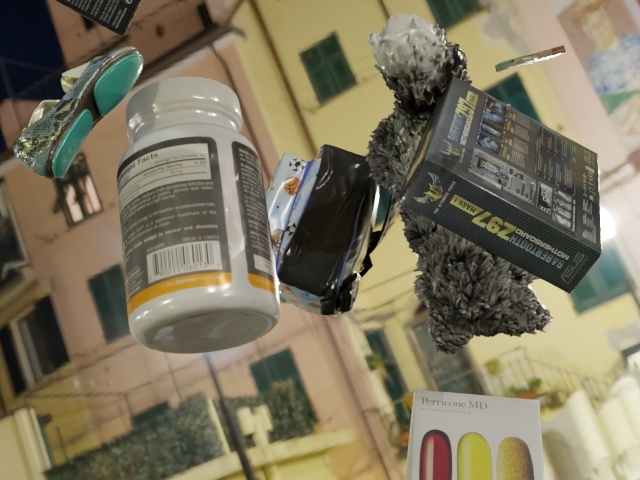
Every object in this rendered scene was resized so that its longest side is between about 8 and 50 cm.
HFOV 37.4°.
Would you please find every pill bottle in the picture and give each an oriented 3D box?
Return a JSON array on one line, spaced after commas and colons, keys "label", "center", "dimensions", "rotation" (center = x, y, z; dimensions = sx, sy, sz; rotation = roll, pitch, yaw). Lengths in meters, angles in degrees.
[{"label": "pill bottle", "center": [-0.138, -0.028, 1.040], "dimensions": [0.162, 0.278, 0.162], "rotation": [-8, -24, -3]}]

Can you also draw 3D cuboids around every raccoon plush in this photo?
[{"label": "raccoon plush", "center": [0.148, -0.037, 1.202], "dimensions": [0.216, 0.299, 0.446], "rotation": [-19, -27, 25]}]

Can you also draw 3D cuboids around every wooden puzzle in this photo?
[{"label": "wooden puzzle", "center": [0.166, -0.145, 0.753], "dimensions": [0.049, 0.006, 0.083], "rotation": [-14, 5, 5]}]

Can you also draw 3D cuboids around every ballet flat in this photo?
[{"label": "ballet flat", "center": [-0.260, -0.147, 1.004], "dimensions": [0.070, 0.070, 0.188], "rotation": [-44, 14, 55]}]

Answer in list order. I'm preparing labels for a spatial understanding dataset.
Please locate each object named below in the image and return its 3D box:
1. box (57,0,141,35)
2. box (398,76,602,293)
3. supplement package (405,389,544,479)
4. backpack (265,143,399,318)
[{"label": "box", "center": [-0.253, -0.329, 1.032], "dimensions": [0.158, 0.156, 0.093], "rotation": [26, -53, -17]}, {"label": "box", "center": [0.186, -0.064, 0.946], "dimensions": [0.059, 0.183, 0.232], "rotation": [-60, 2, 31]}, {"label": "supplement package", "center": [0.151, 0.291, 0.958], "dimensions": [0.139, 0.244, 0.133], "rotation": [4, -43, 4]}, {"label": "backpack", "center": [0.000, 0.000, 1.500], "dimensions": [0.213, 0.276, 0.263], "rotation": [20, -18, 13]}]
